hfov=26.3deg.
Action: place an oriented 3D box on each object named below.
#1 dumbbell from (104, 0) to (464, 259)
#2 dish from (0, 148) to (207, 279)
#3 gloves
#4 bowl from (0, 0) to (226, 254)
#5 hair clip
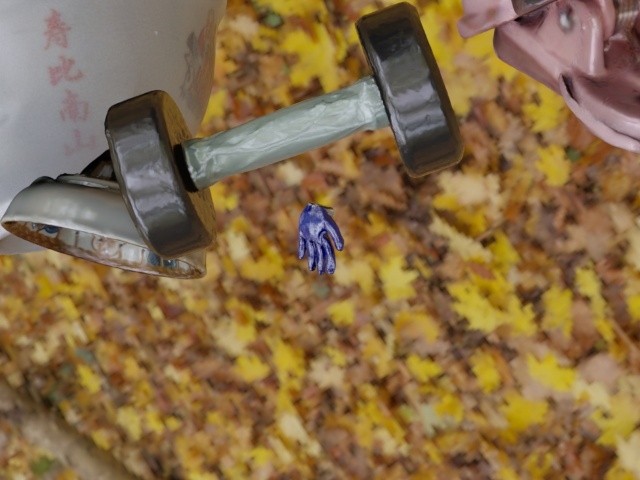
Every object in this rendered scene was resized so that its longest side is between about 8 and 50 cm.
[{"bbox_3d":[-0.020,-0.062,0.795,0.100,0.191,0.100,-19,-90,-84],"label":"dumbbell"},{"bbox_3d":[-0.137,-0.029,0.922,0.141,0.141,0.078,1,74,51],"label":"dish"},{"bbox_3d":[0.000,0.000,1.586,0.064,0.026,0.086,20,112,38],"label":"gloves"},{"bbox_3d":[-0.218,-0.083,1.095,0.345,0.346,0.157,-28,77,55],"label":"bowl"},{"bbox_3d":[0.110,-0.107,0.539,0.138,0.123,0.102,-131,27,-50],"label":"hair clip"}]
